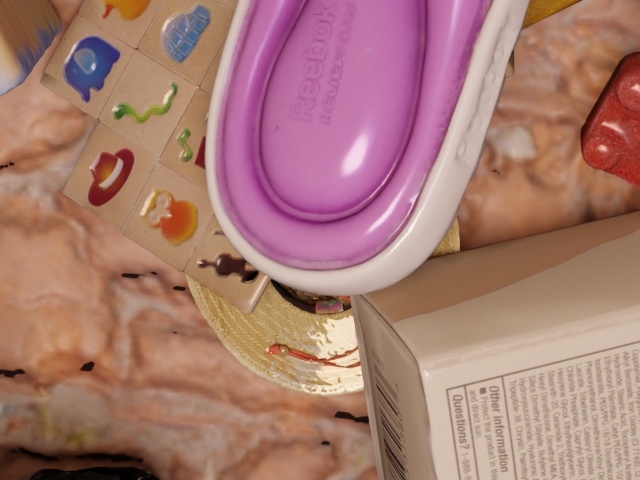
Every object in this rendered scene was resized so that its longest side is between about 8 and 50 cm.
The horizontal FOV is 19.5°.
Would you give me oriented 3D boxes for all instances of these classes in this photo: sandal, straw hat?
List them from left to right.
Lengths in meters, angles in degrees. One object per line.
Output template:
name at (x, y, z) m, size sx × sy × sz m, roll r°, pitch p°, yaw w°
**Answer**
straw hat at (0.000, 0.000, 0.926) m, size 0.144 × 0.061 × 0.144 m, roll 0°, pitch 107°, yaw -1°
sandal at (0.029, -0.184, 0.796) m, size 0.169 × 0.102 × 0.416 m, roll 3°, pitch 86°, yaw 22°

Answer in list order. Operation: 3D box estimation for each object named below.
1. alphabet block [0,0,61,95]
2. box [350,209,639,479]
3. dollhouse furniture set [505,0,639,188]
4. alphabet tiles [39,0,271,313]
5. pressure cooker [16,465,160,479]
alphabet block at (-0.246, -0.130, 0.816) m, size 0.192 × 0.193 × 0.197 m, roll -24°, pitch 104°, yaw 2°
box at (0.184, 0.064, 0.885) m, size 0.311 × 0.121 × 0.148 m, roll -12°, pitch 111°, yaw -12°
dollhouse furniture set at (0.262, -0.150, 0.880) m, size 0.374 × 0.152 × 0.201 m, roll -24°, pitch 105°, yaw 21°
alphabet tiles at (-0.022, -0.096, 0.870) m, size 0.198 × 0.009 × 0.237 m, roll 32°, pitch 98°, yaw 22°
pressure cooker at (-0.202, 0.336, 0.846) m, size 0.420 × 0.375 × 0.370 m, roll -23°, pitch 95°, yaw 1°
